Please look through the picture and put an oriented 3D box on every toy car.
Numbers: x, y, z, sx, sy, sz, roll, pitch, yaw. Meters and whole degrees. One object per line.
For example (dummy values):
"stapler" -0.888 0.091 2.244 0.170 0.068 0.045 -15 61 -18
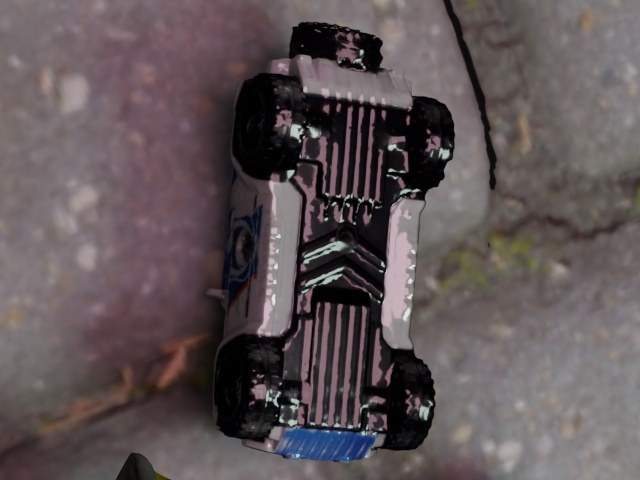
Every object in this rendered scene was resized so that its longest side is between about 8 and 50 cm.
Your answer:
"toy car" 0.000 0.000 0.753 0.080 0.070 0.170 6 84 -24

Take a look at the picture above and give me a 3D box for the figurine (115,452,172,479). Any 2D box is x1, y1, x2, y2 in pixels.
"figurine" 0.023 0.227 0.688 0.285 0.167 0.342 28 71 -16
